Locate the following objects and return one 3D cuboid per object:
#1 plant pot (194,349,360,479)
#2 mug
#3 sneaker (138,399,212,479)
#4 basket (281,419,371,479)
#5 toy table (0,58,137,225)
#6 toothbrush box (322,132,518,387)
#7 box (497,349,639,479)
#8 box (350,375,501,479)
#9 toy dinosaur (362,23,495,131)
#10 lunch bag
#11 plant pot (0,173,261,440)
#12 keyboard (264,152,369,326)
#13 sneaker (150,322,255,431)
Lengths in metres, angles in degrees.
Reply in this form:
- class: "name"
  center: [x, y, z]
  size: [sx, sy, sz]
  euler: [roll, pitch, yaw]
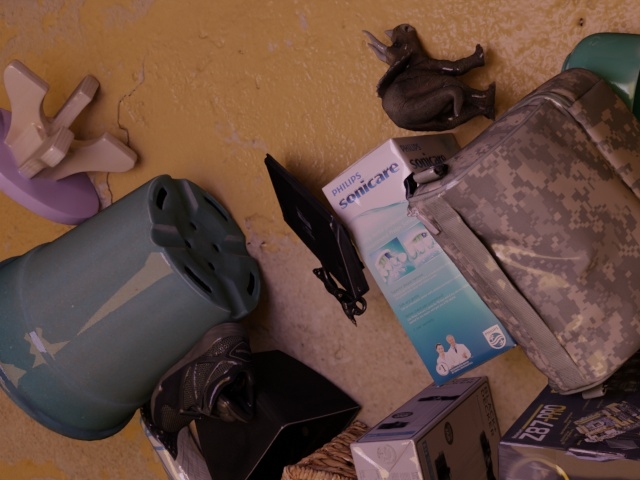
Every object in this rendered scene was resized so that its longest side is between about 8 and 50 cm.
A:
- class: "plant pot"
  center: [-0.088, 0.278, 1.363]
  size: [0.167, 0.187, 0.188]
  euler: [47, 117, 29]
- class: "mug"
  center: [0.342, -0.177, 1.056]
  size: [0.097, 0.129, 0.157]
  euler: [14, 63, 30]
- class: "sneaker"
  center: [-0.249, 0.380, 1.519]
  size: [0.237, 0.085, 0.086]
  euler: [51, 125, 16]
- class: "basket"
  center: [0.035, 0.463, 1.292]
  size: [0.213, 0.223, 0.299]
  euler: [31, 111, 22]
- class: "toy table"
  center: [-0.452, -0.166, 1.465]
  size: [0.161, 0.274, 0.252]
  euler: [-37, 39, 25]
- class: "toothbrush box"
  center: [0.164, 0.014, 1.149]
  size: [0.126, 0.216, 0.295]
  euler: [-36, 79, 29]
- class: "box"
  center: [0.402, 0.206, 0.943]
  size: [0.318, 0.395, 0.097]
  euler: [3, 101, 28]
- class: "box"
  center: [0.157, 0.298, 1.157]
  size: [0.087, 0.290, 0.169]
  euler: [-13, 90, 29]
- class: "toy dinosaur"
  center: [0.143, -0.186, 1.137]
  size: [0.160, 0.313, 0.121]
  euler: [-8, 122, 8]
- class: "lunch bag"
  center: [0.262, -0.009, 0.978]
  size: [0.305, 0.256, 0.212]
  euler: [52, 140, -3]
- class: "plant pot"
  center: [-0.298, 0.087, 1.372]
  size: [0.334, 0.341, 0.341]
  euler: [-34, 81, 22]
- class: "keyboard"
  center: [0.000, 0.000, 1.232]
  size: [0.033, 0.317, 0.201]
  euler: [-23, 117, -10]
- class: "sneaker"
  center: [-0.172, 0.236, 1.275]
  size: [0.227, 0.087, 0.130]
  euler: [-46, 44, 26]
